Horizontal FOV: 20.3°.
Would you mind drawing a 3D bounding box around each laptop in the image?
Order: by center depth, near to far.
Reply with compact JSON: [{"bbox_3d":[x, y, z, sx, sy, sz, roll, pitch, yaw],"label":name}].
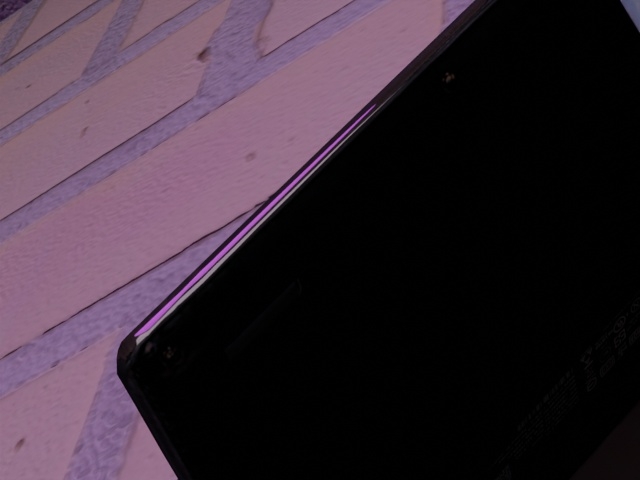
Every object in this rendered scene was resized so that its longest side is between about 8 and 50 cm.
[{"bbox_3d":[0.042,-0.020,0.764,0.236,0.408,0.382,32,67,33],"label":"laptop"}]

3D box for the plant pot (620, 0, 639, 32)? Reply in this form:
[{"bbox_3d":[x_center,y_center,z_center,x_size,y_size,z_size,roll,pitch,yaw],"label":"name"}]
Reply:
[{"bbox_3d":[0.292,-0.186,0.491,0.334,0.341,0.341,-21,8,-35],"label":"plant pot"}]
